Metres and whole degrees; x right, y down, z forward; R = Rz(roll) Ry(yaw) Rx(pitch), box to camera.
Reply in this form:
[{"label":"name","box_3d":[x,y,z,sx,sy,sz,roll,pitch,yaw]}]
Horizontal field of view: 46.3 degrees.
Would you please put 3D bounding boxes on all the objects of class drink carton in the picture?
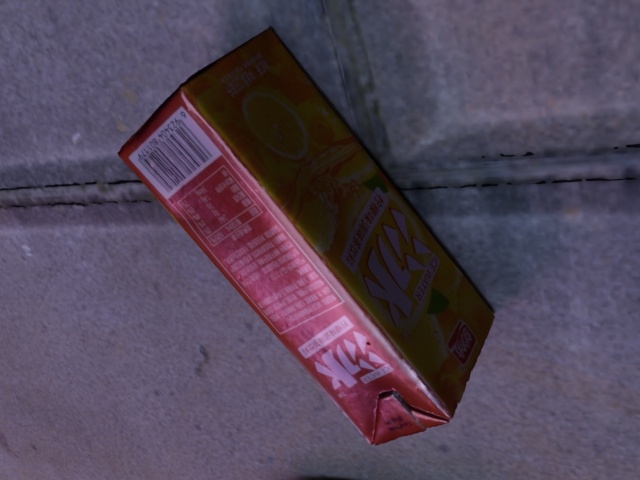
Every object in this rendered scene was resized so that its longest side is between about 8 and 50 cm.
[{"label":"drink carton","box_3d":[0.000,0.000,0.429,0.071,0.096,0.223,-32,102,40]}]
